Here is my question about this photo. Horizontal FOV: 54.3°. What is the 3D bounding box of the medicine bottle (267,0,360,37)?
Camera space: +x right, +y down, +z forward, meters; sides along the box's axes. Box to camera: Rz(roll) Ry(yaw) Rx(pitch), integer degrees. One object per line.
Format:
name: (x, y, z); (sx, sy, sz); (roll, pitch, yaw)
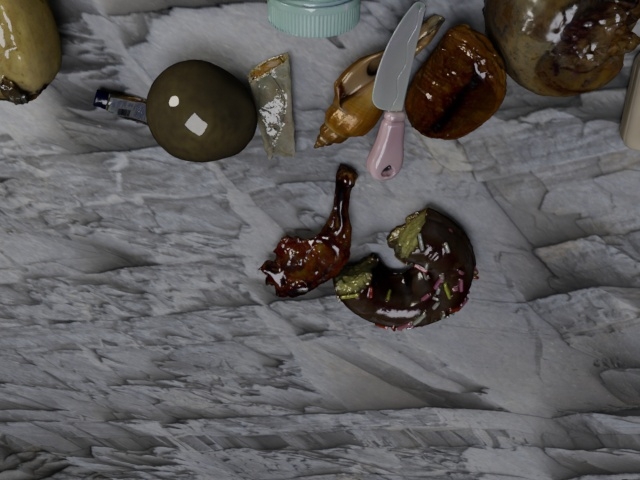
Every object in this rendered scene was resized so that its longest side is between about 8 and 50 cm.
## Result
medicine bottle: (-0.009, -0.487, 0.935); (0.158, 0.158, 0.318); (4, 133, 5)

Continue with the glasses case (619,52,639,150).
glasses case: (0.598, -0.253, 1.126); (0.083, 0.050, 0.196); (-2, 132, 7)

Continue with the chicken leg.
chicken leg: (0.000, 0.000, 1.430); (0.158, 0.096, 0.407); (37, 127, 1)

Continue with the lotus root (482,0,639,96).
lotus root: (0.400, -0.340, 1.002); (0.272, 0.192, 0.272); (1, 127, 1)

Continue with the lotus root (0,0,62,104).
lotus root: (-0.566, -0.398, 1.098); (0.183, 0.182, 0.310); (5, 131, 5)

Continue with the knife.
knife: (0.126, -0.257, 1.117); (0.081, 0.043, 0.335); (-10, 128, -20)

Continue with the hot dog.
hot dog: (0.235, -0.270, 1.094); (0.160, 0.099, 0.227); (56, 147, 6)

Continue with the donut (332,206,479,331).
donut: (0.210, 0.097, 1.453); (0.259, 0.136, 0.345); (41, 127, -22)

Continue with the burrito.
burrito: (-0.090, -0.253, 1.226); (0.087, 0.060, 0.226); (-3, 131, 4)

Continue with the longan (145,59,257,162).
longan: (-0.226, -0.239, 1.177); (0.212, 0.198, 0.198); (21, 133, 9)

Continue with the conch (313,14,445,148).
conch: (0.098, -0.290, 1.157); (0.109, 0.093, 0.330); (42, 106, -5)

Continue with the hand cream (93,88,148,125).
hand cream: (-0.381, -0.265, 1.282); (0.163, 0.039, 0.062); (19, 130, -17)
